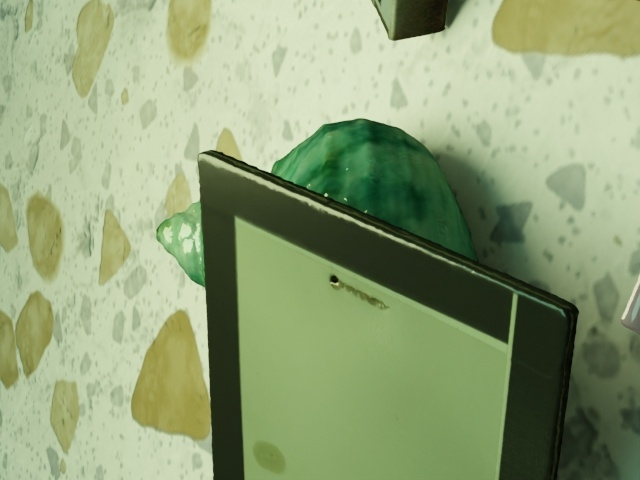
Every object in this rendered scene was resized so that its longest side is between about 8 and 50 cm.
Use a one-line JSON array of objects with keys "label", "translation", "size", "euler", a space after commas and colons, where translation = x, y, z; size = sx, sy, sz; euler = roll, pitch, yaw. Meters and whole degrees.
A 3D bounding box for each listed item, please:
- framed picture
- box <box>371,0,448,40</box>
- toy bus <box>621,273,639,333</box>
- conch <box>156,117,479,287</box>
[{"label": "framed picture", "translation": [0.025, 0.137, 0.787], "size": [0.265, 0.016, 0.347], "euler": [24, 128, 36]}, {"label": "box", "translation": [0.017, -0.313, 0.894], "size": [0.180, 0.047, 0.324], "euler": [92, 159, -56]}, {"label": "toy bus", "translation": [0.231, 0.059, 0.567], "size": [0.199, 0.108, 0.096], "euler": [41, 120, 49]}, {"label": "conch", "translation": [-0.004, -0.001, 0.861], "size": [0.202, 0.196, 0.134], "euler": [-21, 98, 16]}]
